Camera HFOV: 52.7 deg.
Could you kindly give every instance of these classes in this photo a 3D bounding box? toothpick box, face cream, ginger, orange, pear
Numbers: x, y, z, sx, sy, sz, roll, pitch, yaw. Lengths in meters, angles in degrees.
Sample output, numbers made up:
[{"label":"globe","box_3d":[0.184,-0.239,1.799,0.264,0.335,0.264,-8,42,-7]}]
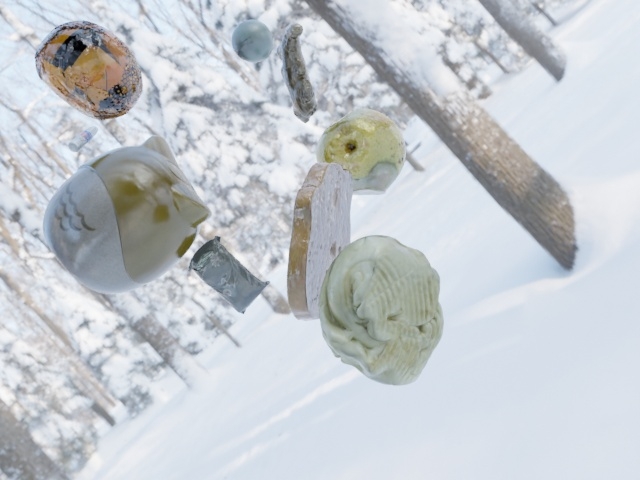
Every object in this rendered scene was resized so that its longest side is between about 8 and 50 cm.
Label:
[{"label":"toothpick box","box_3d":[-0.573,-0.074,1.967,0.425,0.409,0.409,-37,2,3]},{"label":"face cream","box_3d":[-0.694,-0.302,1.901,0.034,0.034,0.130,-41,16,33]},{"label":"ginger","box_3d":[-0.075,-0.493,1.946,0.080,0.333,0.166,-32,37,-19]},{"label":"orange","box_3d":[-0.515,-0.377,1.450,0.182,0.234,0.234,-69,12,-20]},{"label":"pear","box_3d":[0.114,-0.257,1.872,0.271,0.271,0.271,-42,2,2]}]

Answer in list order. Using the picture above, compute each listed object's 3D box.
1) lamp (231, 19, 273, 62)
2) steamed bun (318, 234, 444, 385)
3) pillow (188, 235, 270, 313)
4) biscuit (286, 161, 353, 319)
[{"label":"lamp","box_3d":[-0.168,-0.494,1.603,0.105,0.105,0.105,-42,2,2]},{"label":"steamed bun","box_3d":[0.109,0.134,1.363,0.203,0.289,0.276,16,71,55]},{"label":"pillow","box_3d":[-0.298,0.114,2.075,0.169,0.255,0.059,-46,10,15]},{"label":"biscuit","box_3d":[-0.002,0.000,1.499,0.385,0.062,0.365,-28,-57,-71]}]
